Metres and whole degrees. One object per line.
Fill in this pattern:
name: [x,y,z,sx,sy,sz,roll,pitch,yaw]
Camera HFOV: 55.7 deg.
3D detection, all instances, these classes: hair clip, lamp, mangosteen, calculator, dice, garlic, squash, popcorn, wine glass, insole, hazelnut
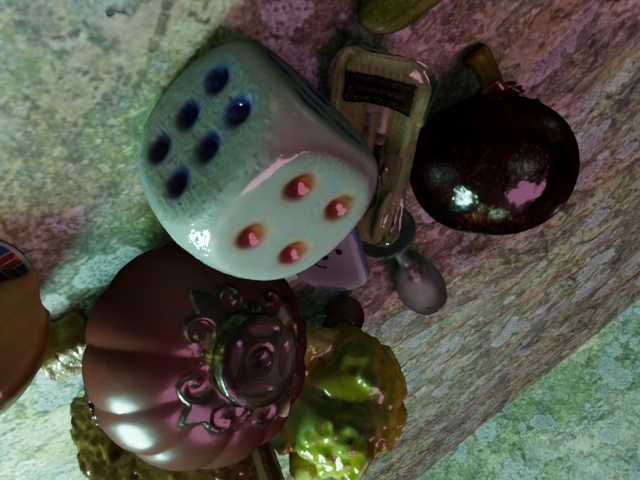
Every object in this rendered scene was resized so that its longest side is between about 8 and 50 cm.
hair clip: [0.070,-0.128,0.808,0.321,0.139,0.091,98,14,-49]
lamp: [-0.157,0.145,0.798,0.303,0.302,0.257,7,172,-44]
mangosteen: [0.240,-0.140,0.844,0.236,0.236,0.261,-14,108,-26]
calculator: [0.000,0.000,0.883,0.121,0.039,0.210,2,139,21]
dice: [-0.067,-0.082,0.662,0.193,0.194,0.192,-44,146,18]
garlic: [-0.482,0.123,0.661,0.339,0.151,0.196,1,99,-34]
squash: [0.136,-0.299,0.629,0.239,0.069,0.069,-33,150,30]
popcorn: [0.016,0.280,1.042,0.293,0.292,0.237,-19,173,-20]
wine glass: [0.088,0.093,1.106,0.264,0.096,0.309,-32,147,6]
insole: [-0.393,0.006,0.672,0.065,0.006,0.193,-31,147,-4]
hazelnut: [0.040,0.144,1.138,0.087,0.086,0.086,-22,144,-17]

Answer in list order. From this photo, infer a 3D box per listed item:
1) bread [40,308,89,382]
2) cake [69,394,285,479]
bread: [-0.342,0.149,0.836,0.083,0.070,0.076,-23,144,-10]
cake: [-0.226,0.354,1.016,0.256,0.281,0.290,-24,150,-2]
